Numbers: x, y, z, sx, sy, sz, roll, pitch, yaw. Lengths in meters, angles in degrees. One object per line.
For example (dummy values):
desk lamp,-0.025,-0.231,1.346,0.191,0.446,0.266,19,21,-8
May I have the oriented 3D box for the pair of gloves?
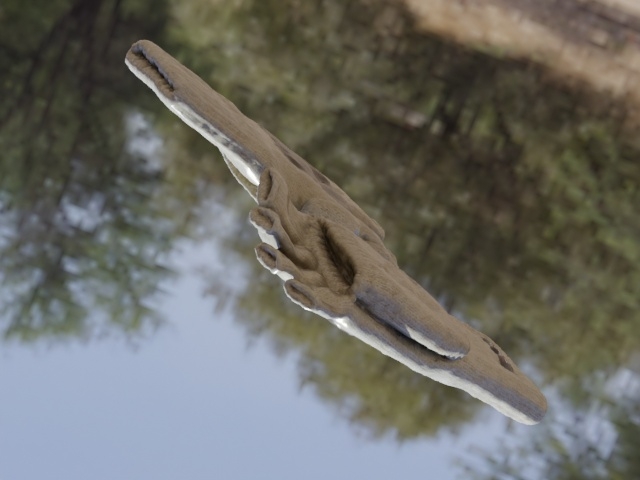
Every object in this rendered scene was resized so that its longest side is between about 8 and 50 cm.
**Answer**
pair of gloves,0.000,0.000,0.940,0.204,0.042,0.240,35,-171,-46
